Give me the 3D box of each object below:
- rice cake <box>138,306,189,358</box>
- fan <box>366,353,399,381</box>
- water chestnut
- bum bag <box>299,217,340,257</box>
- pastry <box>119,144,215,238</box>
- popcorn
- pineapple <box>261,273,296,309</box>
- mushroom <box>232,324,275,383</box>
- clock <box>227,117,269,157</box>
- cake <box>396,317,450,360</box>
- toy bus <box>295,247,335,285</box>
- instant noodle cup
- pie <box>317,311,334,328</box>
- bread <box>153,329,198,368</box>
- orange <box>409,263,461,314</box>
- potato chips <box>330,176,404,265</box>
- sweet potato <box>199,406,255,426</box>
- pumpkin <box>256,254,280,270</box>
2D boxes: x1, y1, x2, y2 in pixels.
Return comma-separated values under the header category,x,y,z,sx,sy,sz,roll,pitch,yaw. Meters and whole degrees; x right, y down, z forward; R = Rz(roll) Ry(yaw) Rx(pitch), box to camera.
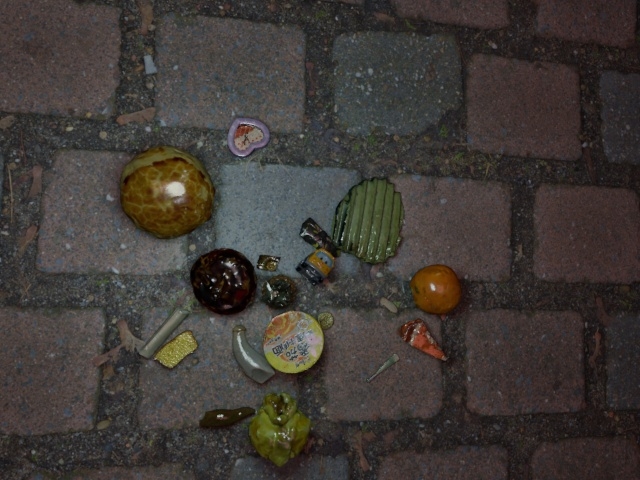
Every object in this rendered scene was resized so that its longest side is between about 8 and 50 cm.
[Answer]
category,x,y,z,sx,sy,sz,roll,pitch,yaw
rice cake,-0.674,0.394,1.795,0.057,0.052,0.256,41,80,-9
fan,0.295,0.609,1.982,0.193,0.016,0.038,-35,90,-12
water chestnut,-0.405,0.176,1.751,0.300,0.300,0.299,1,86,-11
bum bag,0.000,0.000,1.945,0.232,0.060,0.106,43,78,-5
pastry,-0.619,-0.189,1.697,0.389,0.313,0.388,-4,100,-20
popcorn,-0.168,0.791,1.775,0.277,0.225,0.276,0,89,-14
pineapple,-0.173,0.220,1.758,0.169,0.340,0.169,1,84,-7
mushroom,-0.318,0.504,1.832,0.118,0.103,0.270,-37,88,-10
clock,-0.341,-0.479,1.911,0.198,0.064,0.172,-33,93,-11
cake,0.512,0.479,1.989,0.287,0.098,0.135,35,81,-6
toy bus,-0.016,0.111,1.865,0.126,0.209,0.136,42,70,-4
instant noodle cup,-0.127,0.427,1.820,0.265,0.200,0.264,1,87,-10
pie,0.024,0.374,1.944,0.084,0.021,0.084,2,82,-12
bread,-0.617,0.470,1.795,0.187,0.065,0.103,-41,96,-12
orange,0.535,0.229,1.940,0.240,0.240,0.239,1,86,-11
potato chips,0.236,-0.100,1.972,0.359,0.070,0.429,14,80,-17
sweet potato,-0.405,0.767,1.809,0.244,0.077,0.077,-4,87,-10
pumpkin,-0.239,0.103,1.908,0.101,0.035,0.073,11,73,-6
